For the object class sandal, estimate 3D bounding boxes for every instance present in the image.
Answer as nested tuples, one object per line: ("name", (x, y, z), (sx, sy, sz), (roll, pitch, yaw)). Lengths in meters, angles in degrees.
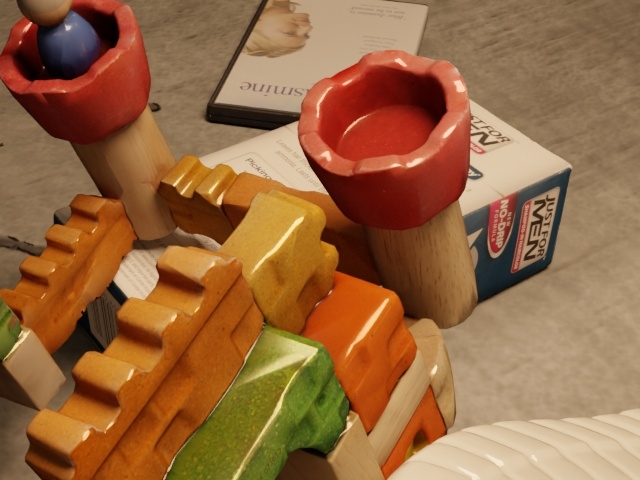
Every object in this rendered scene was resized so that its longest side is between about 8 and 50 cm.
("sandal", (0.185, 0.166, 0.591), (0.416, 0.102, 0.169), (-2, 23, -44))

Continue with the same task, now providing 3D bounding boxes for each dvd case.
("dvd case", (0.005, -0.183, 1.130), (0.180, 0.022, 0.253), (8, 40, 8))

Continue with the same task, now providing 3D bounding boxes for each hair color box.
("hair color box", (0.000, 0.000, 0.838), (0.347, 0.105, 0.174), (-24, 46, -27))

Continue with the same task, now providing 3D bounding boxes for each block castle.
("block castle", (-0.134, 0.077, 0.531), (0.303, 0.213, 0.453), (16, 57, 30))
